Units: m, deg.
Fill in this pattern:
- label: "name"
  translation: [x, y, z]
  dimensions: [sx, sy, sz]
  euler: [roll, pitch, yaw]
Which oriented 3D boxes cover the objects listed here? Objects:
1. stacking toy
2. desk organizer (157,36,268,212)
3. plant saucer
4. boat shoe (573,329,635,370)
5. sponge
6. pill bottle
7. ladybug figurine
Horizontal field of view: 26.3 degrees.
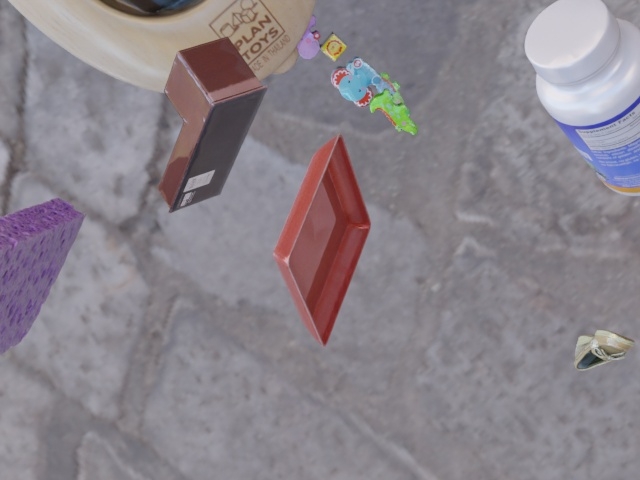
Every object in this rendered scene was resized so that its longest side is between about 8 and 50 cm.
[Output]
- label: "stacking toy"
  translation: [0.010, -0.194, 1.473]
  dimensions: [0.221, 0.167, 0.052]
  euler: [40, 102, -10]
- label: "desk organizer"
  translation: [-0.086, -0.081, 0.971]
  dimensions: [0.050, 0.047, 0.130]
  euler: [55, 146, 19]
- label: "plant saucer"
  translation: [0.000, 0.000, 2.218]
  dimensions: [0.047, 0.258, 0.259]
  euler: [9, 148, 21]
- label: "boat shoe"
  translation: [0.409, 0.162, 1.988]
  dimensions: [0.056, 0.048, 0.153]
  euler: [22, 168, -10]
- label: "sponge"
  translation: [-0.231, 0.037, 0.956]
  dimensions: [0.031, 0.210, 0.117]
  euler: [29, 101, 3]
- label: "pill bottle"
  translation: [0.367, -0.186, 1.736]
  dimensions: [0.152, 0.152, 0.272]
  euler: [1, 151, 40]
- label: "ladybug figurine"
  translation: [-0.190, -0.334, 1.369]
  dimensions: [0.449, 0.305, 0.162]
  euler: [48, 179, -15]
